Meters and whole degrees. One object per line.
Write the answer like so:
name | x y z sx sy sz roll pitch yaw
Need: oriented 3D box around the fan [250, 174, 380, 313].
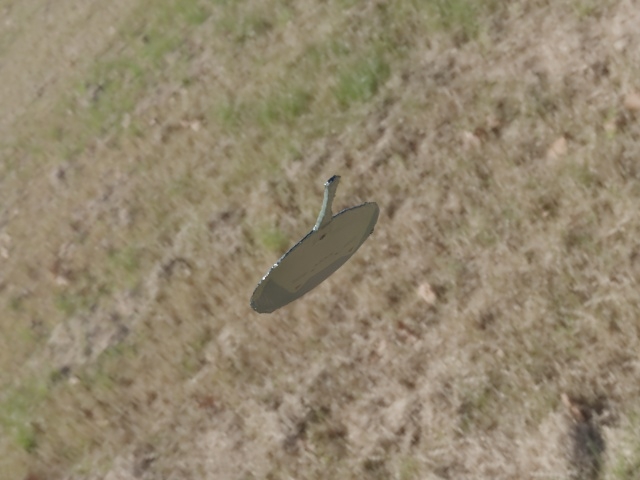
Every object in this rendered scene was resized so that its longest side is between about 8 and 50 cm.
fan | 0.000 0.000 0.656 0.113 0.175 0.005 -34 73 -19
